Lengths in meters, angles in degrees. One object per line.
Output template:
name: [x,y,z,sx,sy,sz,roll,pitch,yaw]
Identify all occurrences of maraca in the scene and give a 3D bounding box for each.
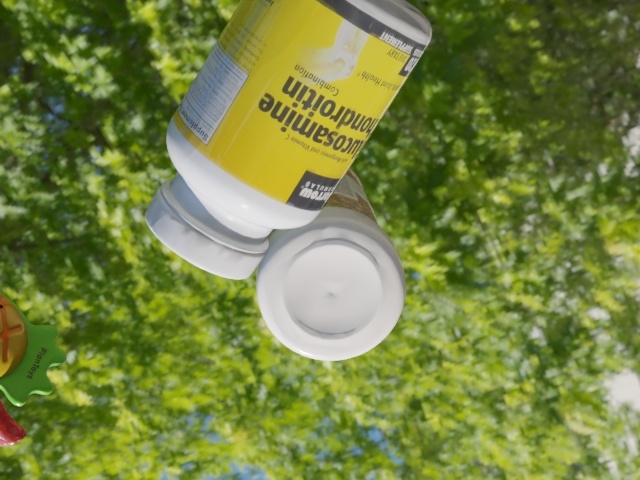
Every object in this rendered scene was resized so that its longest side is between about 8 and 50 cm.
maraca: [-0.377,0.111,1.192,0.185,0.099,0.127,28,-125,-15]

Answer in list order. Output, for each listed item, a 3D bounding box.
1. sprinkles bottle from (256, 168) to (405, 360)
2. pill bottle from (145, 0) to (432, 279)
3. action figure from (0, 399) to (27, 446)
sprinkles bottle: [0.000,0.000,1.014,0.121,0.121,0.355,59,-176,-13]
pill bottle: [-0.024,-0.072,0.613,0.103,0.184,0.103,30,-163,-10]
action figure: [-0.321,0.045,0.701,0.091,0.139,0.280,-80,-28,-69]
